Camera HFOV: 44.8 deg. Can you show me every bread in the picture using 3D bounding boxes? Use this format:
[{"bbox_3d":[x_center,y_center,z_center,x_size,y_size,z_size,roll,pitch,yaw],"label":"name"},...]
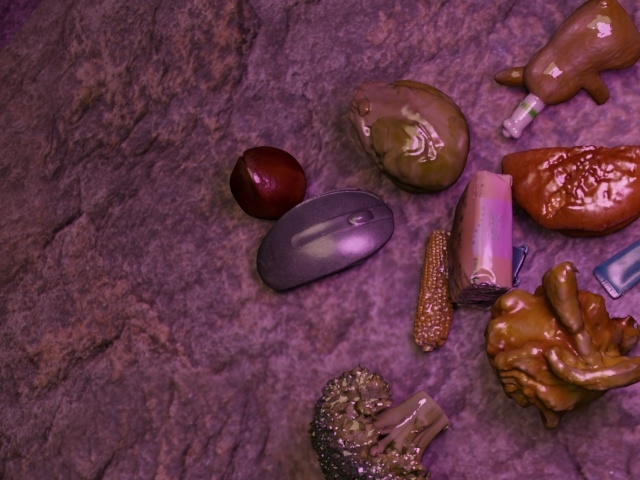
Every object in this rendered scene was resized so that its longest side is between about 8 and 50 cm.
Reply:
[{"bbox_3d":[0.560,-0.097,1.667,0.340,0.194,0.178,1,81,25],"label":"bread"}]

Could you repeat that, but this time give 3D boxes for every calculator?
[{"bbox_3d":[0.419,0.066,1.770,0.094,0.019,0.141,23,87,32],"label":"calculator"}]

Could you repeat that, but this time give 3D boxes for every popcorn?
[{"bbox_3d":[0.479,0.221,1.535,0.326,0.321,0.290,34,90,45],"label":"popcorn"}]

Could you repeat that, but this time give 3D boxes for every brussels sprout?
[{"bbox_3d":[0.215,-0.238,1.808,0.316,0.274,0.242,48,119,31],"label":"brussels sprout"}]

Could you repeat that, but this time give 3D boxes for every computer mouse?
[{"bbox_3d":[-0.001,0.001,1.914,0.374,0.114,0.203,-29,65,12],"label":"computer mouse"}]

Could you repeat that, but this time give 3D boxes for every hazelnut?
[{"bbox_3d":[-0.141,-0.151,1.964,0.208,0.208,0.208,-6,73,21],"label":"hazelnut"}]

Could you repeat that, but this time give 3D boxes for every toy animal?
[{"bbox_3d":[0.558,-0.389,1.773,0.363,0.180,0.181,-44,54,31],"label":"toy animal"}]

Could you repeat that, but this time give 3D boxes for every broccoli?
[{"bbox_3d":[0.122,0.446,1.658,0.339,0.277,0.317,15,62,17],"label":"broccoli"}]

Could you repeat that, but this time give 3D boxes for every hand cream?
[{"bbox_3d":[0.696,0.031,1.656,0.224,0.048,0.083,-38,64,16],"label":"hand cream"}]

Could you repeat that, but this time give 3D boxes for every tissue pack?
[{"bbox_3d":[0.346,0.004,1.691,0.123,0.215,0.256,3,73,-2],"label":"tissue pack"}]

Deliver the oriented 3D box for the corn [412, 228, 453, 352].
[{"bbox_3d":[0.268,0.115,1.785,0.087,0.086,0.288,3,76,24],"label":"corn"}]
